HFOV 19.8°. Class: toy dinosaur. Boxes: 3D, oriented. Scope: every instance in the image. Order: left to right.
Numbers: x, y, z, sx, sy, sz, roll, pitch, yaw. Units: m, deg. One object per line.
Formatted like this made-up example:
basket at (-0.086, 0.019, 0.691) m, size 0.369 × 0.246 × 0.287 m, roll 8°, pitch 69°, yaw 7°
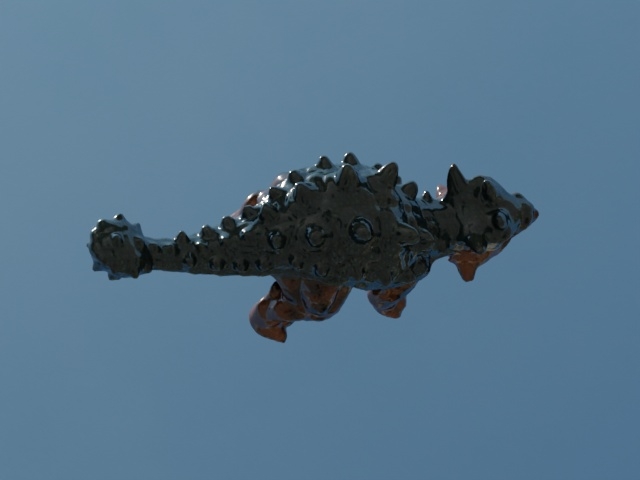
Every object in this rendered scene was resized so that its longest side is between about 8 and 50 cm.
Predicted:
toy dinosaur at (0.000, 0.000, 0.569) m, size 0.154 × 0.055 × 0.049 m, roll -5°, pitch -110°, yaw -28°
